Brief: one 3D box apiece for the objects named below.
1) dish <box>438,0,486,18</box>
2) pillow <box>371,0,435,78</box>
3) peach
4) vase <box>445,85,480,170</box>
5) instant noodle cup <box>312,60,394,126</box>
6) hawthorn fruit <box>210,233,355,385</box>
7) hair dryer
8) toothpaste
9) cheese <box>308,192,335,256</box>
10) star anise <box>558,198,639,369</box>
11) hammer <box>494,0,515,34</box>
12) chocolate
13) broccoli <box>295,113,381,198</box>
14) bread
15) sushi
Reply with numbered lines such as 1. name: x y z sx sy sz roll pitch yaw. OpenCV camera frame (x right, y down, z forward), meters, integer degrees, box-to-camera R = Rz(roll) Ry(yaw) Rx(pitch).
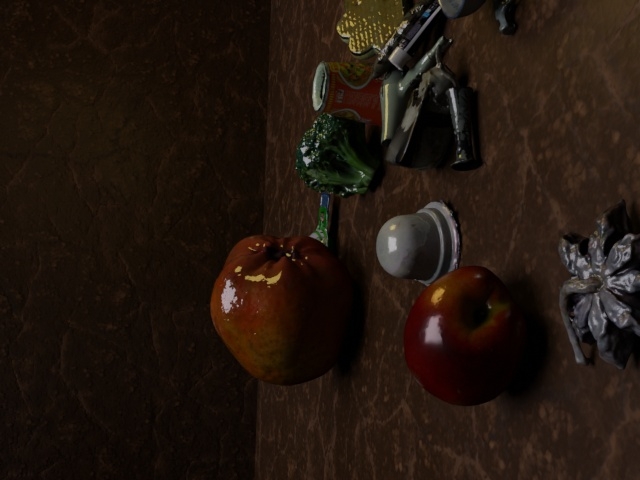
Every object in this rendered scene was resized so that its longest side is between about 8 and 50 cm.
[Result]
1. dish: 0.299 -0.556 1.336 0.273 0.134 0.273 174 90 -87
2. pillow: 0.189 -0.481 1.726 0.241 0.051 0.093 -50 -5 27
3. peach: 0.243 0.163 1.244 0.243 0.200 0.243 -172 90 -85
4. vase: 0.285 -0.224 1.453 0.059 0.059 0.166 132 140 -67
5. instant noodle cup: 0.097 -0.394 1.899 0.193 0.212 0.193 -176 90 -75
6. hawthorn fruit: -0.122 0.209 2.180 0.472 0.472 0.471 -176 90 -75
7. hair dryer: 0.205 -0.334 1.690 0.267 0.092 0.229 165 122 -71
8. toothpaste: 0.231 -0.481 1.655 0.193 0.045 0.071 -53 24 10
9. cheese: 0.000 0.000 2.414 0.204 0.083 0.320 -153 66 -74
10. star anise: 0.382 0.071 0.975 0.230 0.081 0.262 -118 35 -44
11. hammer: 0.371 -0.480 1.257 0.246 0.029 0.103 121 149 -57
12. chocolate: 0.194 0.014 1.568 0.221 0.147 0.221 -179 90 -78
13. broccoli: 0.059 -0.239 2.038 0.265 0.245 0.294 -50 -13 -10
14. bread: 0.138 -0.579 1.886 0.208 0.056 0.286 -14 60 29
15. sushi: 0.246 -0.274 1.565 0.134 0.109 0.272 -127 57 -74
